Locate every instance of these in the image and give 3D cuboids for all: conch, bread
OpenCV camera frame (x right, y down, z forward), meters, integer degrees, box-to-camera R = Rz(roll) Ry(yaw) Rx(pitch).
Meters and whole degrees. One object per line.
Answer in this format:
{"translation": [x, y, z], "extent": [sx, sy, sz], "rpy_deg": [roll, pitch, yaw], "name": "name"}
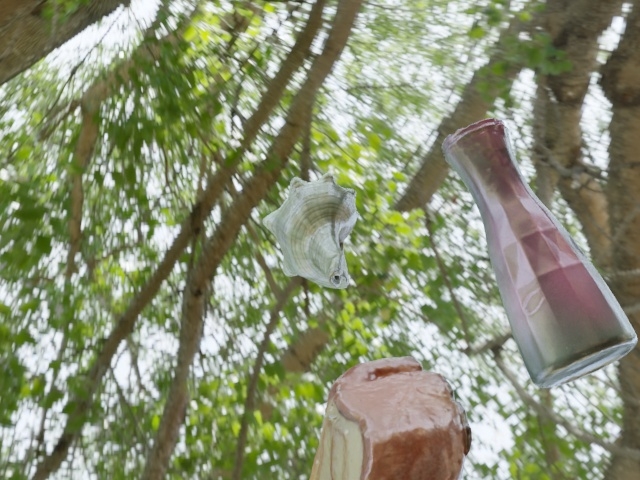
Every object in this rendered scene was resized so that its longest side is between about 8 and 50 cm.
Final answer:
{"translation": [-0.009, 0.002, 1.424], "extent": [0.114, 0.233, 0.137], "rpy_deg": [-8, -43, 13], "name": "conch"}
{"translation": [0.056, 0.252, 1.123], "extent": [0.123, 0.190, 0.244], "rpy_deg": [6, -78, -19], "name": "bread"}

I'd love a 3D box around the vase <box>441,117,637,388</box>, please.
{"translation": [0.164, 0.004, 0.900], "extent": [0.086, 0.086, 0.214], "rpy_deg": [-21, -111, -4], "name": "vase"}
